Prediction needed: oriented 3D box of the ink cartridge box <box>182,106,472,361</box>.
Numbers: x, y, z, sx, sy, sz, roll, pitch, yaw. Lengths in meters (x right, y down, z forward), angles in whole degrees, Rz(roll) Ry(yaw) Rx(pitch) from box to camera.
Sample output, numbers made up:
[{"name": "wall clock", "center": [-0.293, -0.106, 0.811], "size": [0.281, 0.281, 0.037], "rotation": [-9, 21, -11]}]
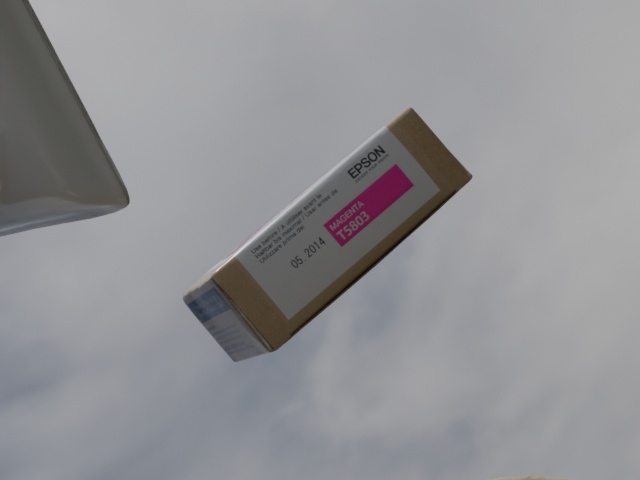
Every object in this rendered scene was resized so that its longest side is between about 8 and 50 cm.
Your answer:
[{"name": "ink cartridge box", "center": [0.000, 0.000, 1.270], "size": [0.235, 0.088, 0.193], "rotation": [-40, 1, -15]}]

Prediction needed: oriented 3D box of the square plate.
[{"name": "square plate", "center": [-0.312, -0.136, 0.934], "size": [0.049, 0.347, 0.344], "rotation": [-39, -72, -40]}]

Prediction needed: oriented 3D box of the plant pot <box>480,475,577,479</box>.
[{"name": "plant pot", "center": [0.162, 0.374, 1.016], "size": [0.334, 0.334, 0.305], "rotation": [-50, -27, -13]}]
